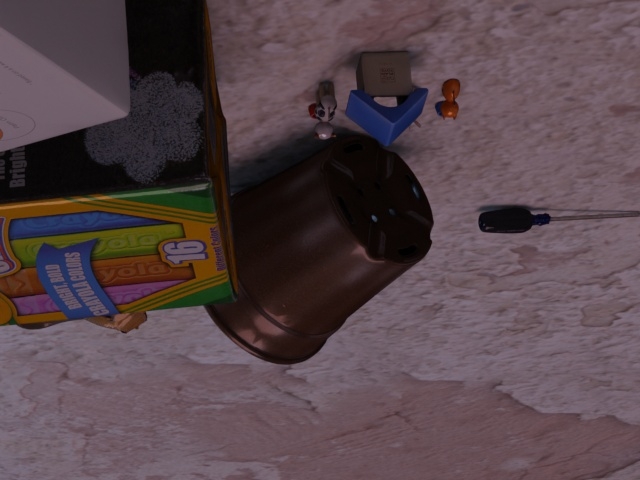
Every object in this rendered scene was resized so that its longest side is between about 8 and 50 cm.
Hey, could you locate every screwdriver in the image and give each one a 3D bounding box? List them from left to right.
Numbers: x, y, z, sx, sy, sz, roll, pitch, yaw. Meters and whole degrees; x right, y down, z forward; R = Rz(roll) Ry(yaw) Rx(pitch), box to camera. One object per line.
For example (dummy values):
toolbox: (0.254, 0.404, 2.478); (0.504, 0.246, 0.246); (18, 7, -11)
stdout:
screwdriver: (0.232, -0.024, 1.867); (0.170, 0.024, 0.025); (-7, 131, -13)

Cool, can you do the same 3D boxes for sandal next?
sandal: (-0.216, 0.066, 1.935); (0.219, 0.060, 0.090); (-15, 157, 25)

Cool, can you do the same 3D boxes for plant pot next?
plant pot: (0.000, 0.000, 1.695); (0.167, 0.167, 0.165); (14, 144, -41)

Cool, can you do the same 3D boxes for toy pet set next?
toy pet set: (0.057, -0.099, 1.561); (0.122, 0.065, 0.114); (-3, 159, -7)

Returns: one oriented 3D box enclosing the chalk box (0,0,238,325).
chalk box: (-0.215, -0.055, 1.429); (0.289, 0.180, 0.179); (-5, 149, 2)

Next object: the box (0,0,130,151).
box: (-0.322, -0.144, 1.218); (0.345, 0.168, 0.215); (-14, 157, 21)
